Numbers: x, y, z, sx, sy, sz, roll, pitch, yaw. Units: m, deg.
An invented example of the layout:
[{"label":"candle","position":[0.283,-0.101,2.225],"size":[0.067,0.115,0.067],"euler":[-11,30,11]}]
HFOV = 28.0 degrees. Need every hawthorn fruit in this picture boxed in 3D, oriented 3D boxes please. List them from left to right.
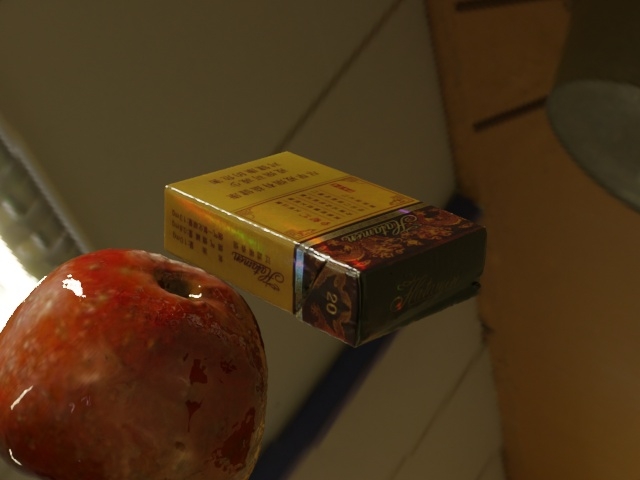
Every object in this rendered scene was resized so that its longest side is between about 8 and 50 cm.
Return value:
[{"label":"hawthorn fruit","position":[-0.188,0.148,1.268],"size":[0.284,0.284,0.284],"euler":[-40,-34,-34]}]

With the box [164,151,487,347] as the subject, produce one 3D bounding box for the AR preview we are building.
[{"label":"box","position":[0.000,0.000,1.838],"size":[0.264,0.415,0.115],"euler":[-18,-59,-42]}]
